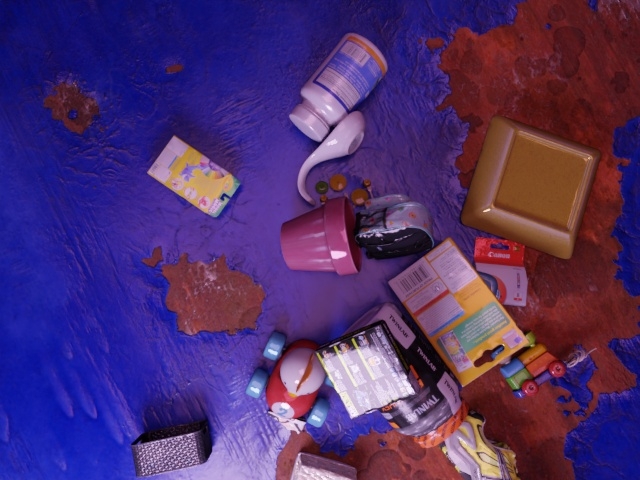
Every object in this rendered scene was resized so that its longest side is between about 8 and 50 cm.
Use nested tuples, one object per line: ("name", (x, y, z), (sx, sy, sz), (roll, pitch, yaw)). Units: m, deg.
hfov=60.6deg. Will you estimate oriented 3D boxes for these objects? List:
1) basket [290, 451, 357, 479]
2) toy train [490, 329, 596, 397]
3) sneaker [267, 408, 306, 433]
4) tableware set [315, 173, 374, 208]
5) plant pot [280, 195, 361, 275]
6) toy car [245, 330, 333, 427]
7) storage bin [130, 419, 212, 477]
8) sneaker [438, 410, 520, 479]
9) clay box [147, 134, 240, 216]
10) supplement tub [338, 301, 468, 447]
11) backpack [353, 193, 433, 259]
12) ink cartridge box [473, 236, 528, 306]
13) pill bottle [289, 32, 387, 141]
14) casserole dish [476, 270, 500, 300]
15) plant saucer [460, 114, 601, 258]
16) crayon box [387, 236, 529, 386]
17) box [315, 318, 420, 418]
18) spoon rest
("basket", (0.006, 0.637, 1.423), (0.167, 0.103, 0.113), (16, 85, 0))
("toy train", (0.594, 0.301, 1.474), (0.248, 0.105, 0.143), (-34, 75, -4))
("sneaker", (-0.094, 0.482, 1.462), (0.109, 0.040, 0.044), (20, 97, 4))
("tableware set", (0.067, -0.135, 1.514), (0.154, 0.024, 0.104), (-14, 78, -1))
("plant pot", (0.000, 0.000, 1.429), (0.180, 0.201, 0.202), (-11, 87, 13))
("toy car", (-0.055, 0.346, 1.364), (0.219, 0.238, 0.210), (25, 77, 0))
("storage bin", (-0.379, 0.533, 1.407), (0.180, 0.122, 0.085), (-12, 87, -3))
("sneaker", (0.468, 0.620, 1.422), (0.147, 0.145, 0.385), (-40, 90, -3))
("clay box", (-0.338, -0.169, 1.487), (0.222, 0.053, 0.127), (35, 86, -1))
("supplement tub", (0.206, 0.342, 1.397), (0.207, 0.207, 0.338), (-41, 88, -4))
("backpack", (0.199, -0.035, 1.420), (0.188, 0.166, 0.145), (-4, 60, 28))
("ink cartridge box", (0.496, 0.085, 1.505), (0.145, 0.045, 0.180), (6, 89, -2))
("pill bottle", (0.043, -0.402, 1.465), (0.152, 0.152, 0.272), (38, 87, 1))
("casserole dish", (0.386, 0.131, 1.472), (0.188, 0.037, 0.114), (15, 89, 18))
("plant saucer", (0.594, -0.155, 1.501), (0.332, 0.081, 0.333), (19, 85, -1))
("crayon box", (0.352, 0.181, 1.415), (0.203, 0.083, 0.323), (-37, 74, 11))
("box", (0.110, 0.304, 1.285), (0.184, 0.045, 0.191), (-27, 94, 24))
("spoon rest", (0.026, -0.230, 1.469), (0.084, 0.137, 0.276), (36, 91, 17))
